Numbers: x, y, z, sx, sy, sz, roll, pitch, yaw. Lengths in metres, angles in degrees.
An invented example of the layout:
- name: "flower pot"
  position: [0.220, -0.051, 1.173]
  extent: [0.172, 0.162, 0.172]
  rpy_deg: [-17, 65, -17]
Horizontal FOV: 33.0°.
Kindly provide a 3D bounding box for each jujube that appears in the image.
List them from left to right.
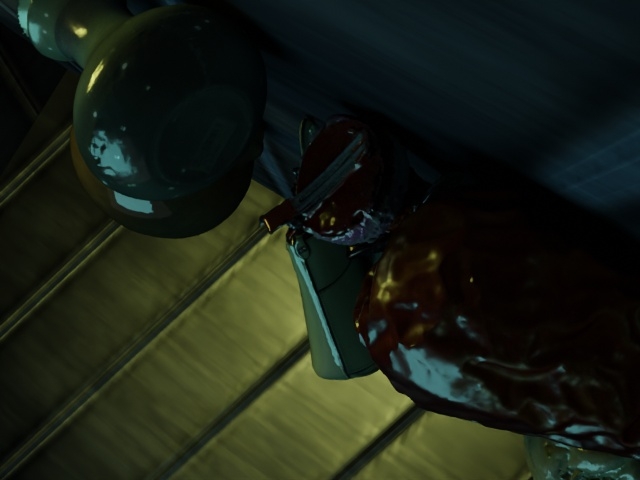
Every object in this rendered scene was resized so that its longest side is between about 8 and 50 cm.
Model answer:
- name: "jujube"
  position: [0.204, 0.083, 0.913]
  extent: [0.342, 0.216, 0.216]
  rpy_deg: [26, 179, -2]

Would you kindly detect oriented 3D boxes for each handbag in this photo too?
- name: "handbag"
  position: [0.000, 0.000, 1.331]
  extent: [0.241, 0.109, 0.315]
  rpy_deg: [-83, -25, -56]

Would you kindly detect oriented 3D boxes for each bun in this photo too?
- name: "bun"
  position: [0.384, 0.241, 1.380]
  extent: [0.281, 0.281, 0.205]
  rpy_deg: [30, 162, 41]

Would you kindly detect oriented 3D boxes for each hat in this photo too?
- name: "hat"
  position: [0.072, -0.034, 1.049]
  extent: [0.227, 0.140, 0.129]
  rpy_deg: [16, -160, -42]

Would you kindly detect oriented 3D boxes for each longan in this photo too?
- name: "longan"
  position: [-0.227, -0.131, 1.633]
  extent: [0.300, 0.243, 0.300]
  rpy_deg: [-2, 163, -1]

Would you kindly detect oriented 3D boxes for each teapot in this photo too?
- name: "teapot"
  position: [-0.171, -0.161, 0.982]
  extent: [0.251, 0.183, 0.183]
  rpy_deg: [46, -173, 33]

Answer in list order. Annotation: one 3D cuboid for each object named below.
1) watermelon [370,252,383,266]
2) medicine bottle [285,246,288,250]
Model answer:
- name: "watermelon"
  position: [0.147, 0.038, 1.262]
  extent: [0.260, 0.256, 0.176]
  rpy_deg: [23, -141, 24]
- name: "medicine bottle"
  position: [0.041, -0.017, 1.541]
  extent: [0.147, 0.143, 0.147]
  rpy_deg: [28, -175, -2]
